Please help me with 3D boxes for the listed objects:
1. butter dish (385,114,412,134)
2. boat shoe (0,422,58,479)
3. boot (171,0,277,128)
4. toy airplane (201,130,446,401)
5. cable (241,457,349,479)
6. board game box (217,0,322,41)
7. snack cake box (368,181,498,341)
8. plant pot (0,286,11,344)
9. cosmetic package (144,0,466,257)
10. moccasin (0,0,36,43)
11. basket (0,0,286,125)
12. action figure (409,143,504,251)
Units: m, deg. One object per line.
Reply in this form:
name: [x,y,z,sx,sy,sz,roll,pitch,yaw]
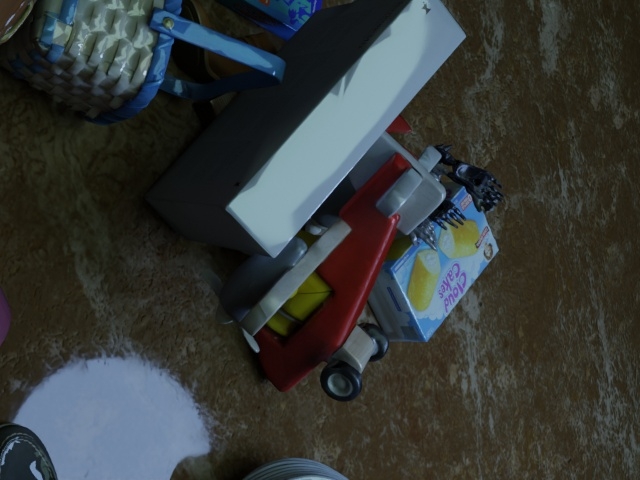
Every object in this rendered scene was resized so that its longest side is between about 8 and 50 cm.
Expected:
butter dish: [0.030,-0.189,1.599,0.160,0.118,0.160,2,42,-47]
boat shoe: [-0.329,0.380,1.194,0.112,0.096,0.335,-1,88,-46]
boot: [-0.127,-0.267,1.463,0.152,0.073,0.197,-37,127,-37]
toy airplane: [0.000,0.000,1.420,0.384,0.272,0.386,-61,168,-14]
cable: [-0.035,0.437,1.444,0.257,0.089,0.257,-37,105,-13]
board game box: [-0.081,-0.402,1.537,0.210,0.047,0.160,21,73,-42]
snack cake box: [0.183,0.033,1.755,0.264,0.089,0.152,-46,118,-37]
plant pot: [-0.419,0.046,1.067,0.201,0.201,0.180,-58,142,-31]
cosmetic package: [-0.028,-0.154,1.330,0.097,0.284,0.377,47,74,-21]
moccasin: [-0.396,-0.213,1.073,0.380,0.139,0.147,-55,167,-2]
basket: [-0.214,-0.235,1.241,0.289,0.255,0.201,23,77,-33]
action figure: [0.188,-0.067,1.635,0.164,0.276,0.141,-39,101,-2]
